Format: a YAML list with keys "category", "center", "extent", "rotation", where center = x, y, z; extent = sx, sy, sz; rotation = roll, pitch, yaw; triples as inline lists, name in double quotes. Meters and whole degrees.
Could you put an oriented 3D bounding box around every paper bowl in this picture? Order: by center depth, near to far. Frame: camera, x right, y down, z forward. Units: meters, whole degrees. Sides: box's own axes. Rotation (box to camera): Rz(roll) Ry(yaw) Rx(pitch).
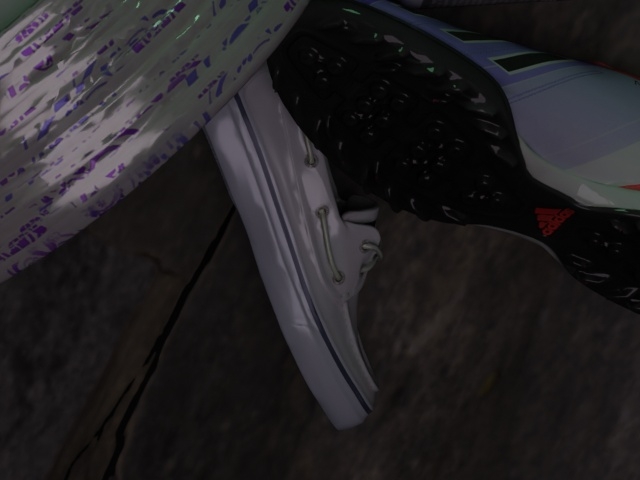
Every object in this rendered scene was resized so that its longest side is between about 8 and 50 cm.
- category: "paper bowl"
  center: [-0.146, -0.110, 0.850]
  extent: [0.284, 0.284, 0.148]
  rotation: [-37, 110, 7]

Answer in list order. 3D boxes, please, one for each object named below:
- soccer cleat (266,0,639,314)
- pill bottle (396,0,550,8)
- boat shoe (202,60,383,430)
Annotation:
- category: "soccer cleat"
  center: [0.115, -0.062, 1.002]
  extent: [0.318, 0.116, 0.108]
  rotation: [26, 139, -16]
- category: "pill bottle"
  center: [0.075, -0.163, 0.971]
  extent: [0.137, 0.078, 0.078]
  rotation: [-5, 111, -7]
- category: "boat shoe"
  center: [0.000, 0.000, 1.020]
  extent: [0.076, 0.083, 0.226]
  rotation: [-22, 112, 2]
